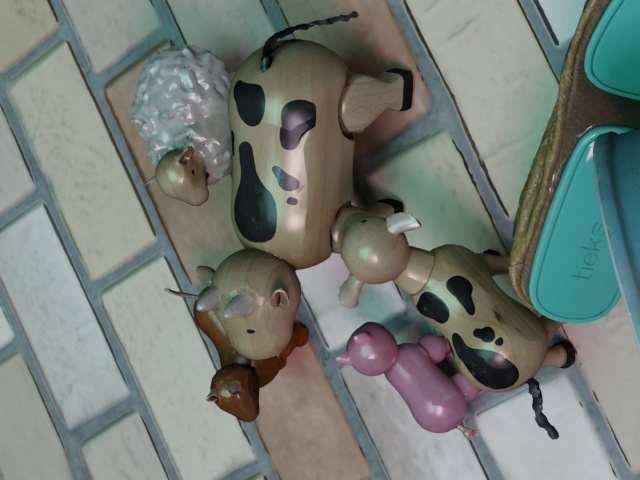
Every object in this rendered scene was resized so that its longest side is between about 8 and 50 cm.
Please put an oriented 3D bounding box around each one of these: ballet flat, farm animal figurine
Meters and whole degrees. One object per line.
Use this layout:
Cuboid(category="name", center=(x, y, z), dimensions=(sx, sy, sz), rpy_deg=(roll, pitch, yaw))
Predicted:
Cuboid(category="ballet flat", center=(0.204, -0.106, 1.281), dimensions=(0.116, 0.124, 0.342), rpy_deg=(10, 124, -9))
Cuboid(category="farm animal figurine", center=(0.000, 0.000, 1.419), dimensions=(0.330, 0.172, 0.327), rpy_deg=(-9, 93, 37))

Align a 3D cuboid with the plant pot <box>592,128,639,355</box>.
Cuboid(category="plant pot", center=(0.322, 0.026, 1.123), dimensions=(0.255, 0.271, 0.272), rpy_deg=(-19, 86, 16))
